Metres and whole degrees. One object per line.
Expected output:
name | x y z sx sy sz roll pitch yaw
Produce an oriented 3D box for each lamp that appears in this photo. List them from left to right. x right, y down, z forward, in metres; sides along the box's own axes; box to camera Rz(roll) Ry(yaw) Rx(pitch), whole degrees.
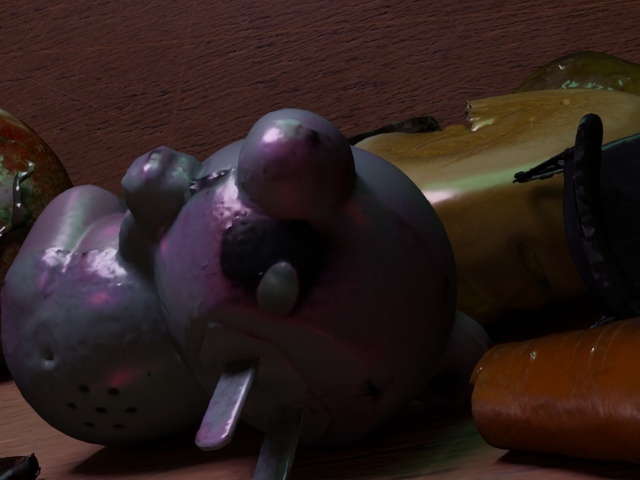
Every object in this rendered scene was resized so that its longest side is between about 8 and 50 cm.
lamp | -0.064 0.055 0.792 0.301 0.247 0.247 -14 37 30

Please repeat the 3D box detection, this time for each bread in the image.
bread | 0.159 -0.025 1.047 0.333 0.160 0.333 -13 17 4

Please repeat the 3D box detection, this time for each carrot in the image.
carrot | 0.166 0.078 0.642 0.087 0.087 0.193 -17 8 -34

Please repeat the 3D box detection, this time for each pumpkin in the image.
pumpkin | 0.124 -0.118 1.878 0.126 0.130 0.248 -6 12 33

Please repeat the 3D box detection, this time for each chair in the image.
chair | 0.214 -0.010 0.777 0.145 0.140 0.221 -13 -9 2

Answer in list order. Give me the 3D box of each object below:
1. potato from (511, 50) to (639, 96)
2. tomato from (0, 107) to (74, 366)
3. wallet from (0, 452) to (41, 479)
potato | 0.269 -0.098 1.323 0.246 0.196 0.300 -6 11 40
tomato | -0.385 -0.001 1.262 0.304 0.303 0.239 -11 -20 4
wallet | -0.314 0.177 0.816 0.232 0.031 0.122 -7 5 18
